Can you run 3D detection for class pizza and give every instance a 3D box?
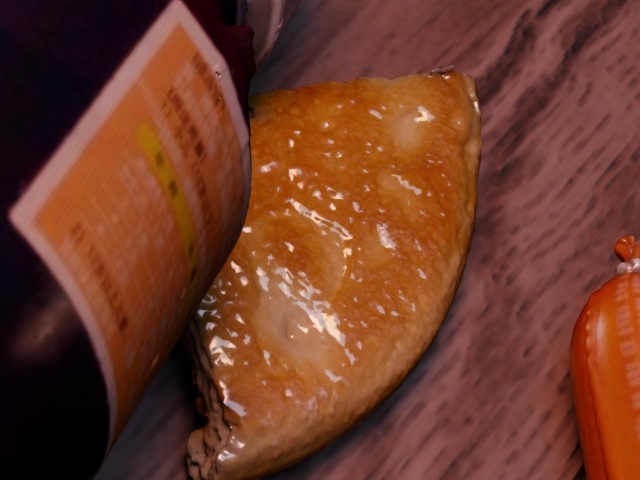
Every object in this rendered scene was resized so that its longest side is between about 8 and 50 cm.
[{"bbox_3d":[0.004,0.006,0.752,0.134,0.056,0.271,25,58,-6],"label":"pizza"}]

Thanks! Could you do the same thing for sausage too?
[{"bbox_3d":[0.172,0.138,0.711,0.093,0.093,0.312,4,60,-16],"label":"sausage"}]

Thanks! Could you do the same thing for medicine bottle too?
[{"bbox_3d":[-0.119,-0.074,0.651,0.242,0.242,0.395,32,51,2],"label":"medicine bottle"}]
